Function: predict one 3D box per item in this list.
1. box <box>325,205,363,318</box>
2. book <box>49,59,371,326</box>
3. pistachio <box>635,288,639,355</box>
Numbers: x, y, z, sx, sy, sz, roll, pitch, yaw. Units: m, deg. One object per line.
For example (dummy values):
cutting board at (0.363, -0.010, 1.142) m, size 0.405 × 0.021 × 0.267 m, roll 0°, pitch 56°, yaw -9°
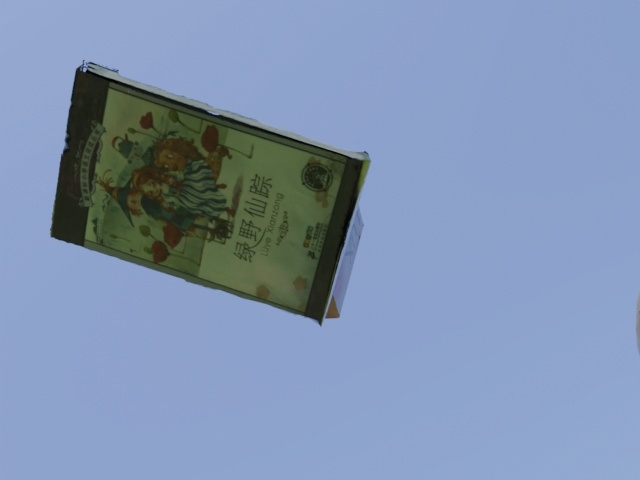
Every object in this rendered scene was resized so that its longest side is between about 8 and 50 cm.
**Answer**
box at (0.000, 0.000, 1.486) m, size 0.060 × 0.156 × 0.111 m, roll 3°, pitch -40°, yaw 18°
book at (-0.090, -0.031, 1.021) m, size 0.231 × 0.026 × 0.157 m, roll 19°, pitch -58°, yaw 5°
pistachio at (0.335, 0.088, 1.191) m, size 0.110 × 0.189 × 0.100 m, roll 4°, pitch -36°, yaw -13°
